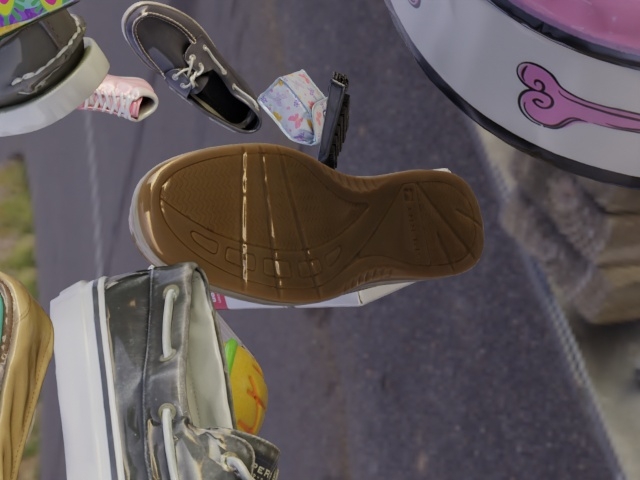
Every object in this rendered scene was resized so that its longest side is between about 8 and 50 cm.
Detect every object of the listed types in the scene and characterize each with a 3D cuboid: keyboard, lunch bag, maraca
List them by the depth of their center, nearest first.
[{"bbox_3d":[0.016,-0.114,1.282,0.180,0.023,0.108,90,-171,-85],"label":"keyboard"},{"bbox_3d":[-0.106,0.176,1.329,0.185,0.099,0.127,-79,0,-60],"label":"maraca"},{"bbox_3d":[-0.019,-0.147,1.495,0.053,0.083,0.071,-39,-3,25],"label":"lunch bag"}]

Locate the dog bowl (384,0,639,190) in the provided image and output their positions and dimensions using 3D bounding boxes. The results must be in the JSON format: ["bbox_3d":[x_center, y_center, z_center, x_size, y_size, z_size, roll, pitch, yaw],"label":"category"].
[{"bbox_3d":[0.222,-0.238,0.747,0.150,0.408,0.408,68,-158,-67],"label":"dog bowl"}]

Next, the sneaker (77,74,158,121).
[{"bbox_3d":[-0.284,-0.194,1.804,0.070,0.134,0.051,46,131,47],"label":"sneaker"}]

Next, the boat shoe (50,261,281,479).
[{"bbox_3d":[-0.083,0.148,0.815,0.121,0.119,0.335,57,-168,-59],"label":"boat shoe"}]

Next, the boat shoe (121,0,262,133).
[{"bbox_3d":[-0.137,-0.192,1.492,0.075,0.206,0.065,-46,35,3],"label":"boat shoe"}]

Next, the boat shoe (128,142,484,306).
[{"bbox_3d":[-0.018,-0.002,1.059,0.110,0.341,0.121,-13,77,48],"label":"boat shoe"}]

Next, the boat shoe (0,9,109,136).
[{"bbox_3d":[-0.287,-0.120,0.909,0.091,0.305,0.109,60,-142,-35],"label":"boat shoe"}]

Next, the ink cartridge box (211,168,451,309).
[{"bbox_3d":[0.000,0.000,1.523,0.273,0.197,0.114,-5,101,44],"label":"ink cartridge box"}]

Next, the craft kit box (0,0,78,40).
[{"bbox_3d":[-0.126,-0.248,0.638,0.250,0.247,0.061,66,-159,-11],"label":"craft kit box"}]

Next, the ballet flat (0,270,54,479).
[{"bbox_3d":[-0.178,0.131,0.663,0.073,0.080,0.232,48,-128,-64],"label":"ballet flat"}]

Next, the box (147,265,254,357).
[{"bbox_3d":[-0.178,0.126,1.699,0.036,0.207,0.114,22,65,46],"label":"box"}]
